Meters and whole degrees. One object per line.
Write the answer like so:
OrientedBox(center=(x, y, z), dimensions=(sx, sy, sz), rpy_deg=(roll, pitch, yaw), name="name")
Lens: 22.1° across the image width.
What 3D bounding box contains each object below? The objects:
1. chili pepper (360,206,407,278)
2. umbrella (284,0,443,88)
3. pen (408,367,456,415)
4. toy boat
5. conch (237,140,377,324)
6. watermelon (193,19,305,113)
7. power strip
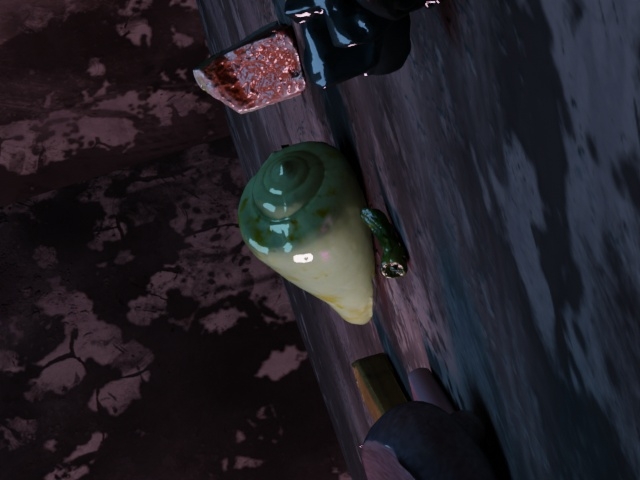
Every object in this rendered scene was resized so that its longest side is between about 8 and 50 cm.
OrientedBox(center=(0.062, 0.002, 1.500), dimensions=(0.030, 0.034, 0.091), rpy_deg=(-63, 31, 33), name="chili pepper")
OrientedBox(center=(0.023, -0.179, 0.816), dimensions=(0.349, 0.094, 0.143), rpy_deg=(128, 120, -83), name="umbrella")
OrientedBox(center=(0.111, 0.168, 1.486), dimensions=(0.197, 0.032, 0.053), rpy_deg=(-112, 8, -70), name="pen")
OrientedBox(center=(0.112, 0.216, 1.366), dimensions=(0.155, 0.085, 0.227), rpy_deg=(40, 158, 43), name="toy boat")
OrientedBox(center=(0.001, -0.019, 1.727), dimensions=(0.143, 0.137, 0.250), rpy_deg=(41, -178, 26), name="conch")
OrientedBox(center=(-0.049, -0.210, 1.938), dimensions=(0.158, 0.121, 0.098), rpy_deg=(-24, 102, 42), name="watermelon")
OrientedBox(center=(0.089, 0.207, 1.865), dimensions=(0.305, 0.044, 0.064), rpy_deg=(-120, 12, -64), name="power strip")
